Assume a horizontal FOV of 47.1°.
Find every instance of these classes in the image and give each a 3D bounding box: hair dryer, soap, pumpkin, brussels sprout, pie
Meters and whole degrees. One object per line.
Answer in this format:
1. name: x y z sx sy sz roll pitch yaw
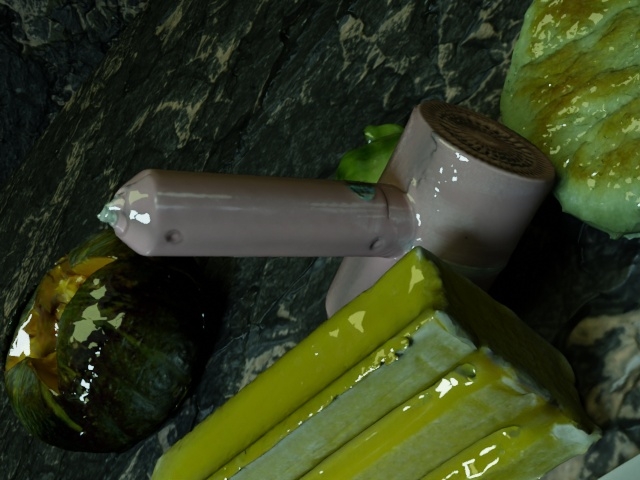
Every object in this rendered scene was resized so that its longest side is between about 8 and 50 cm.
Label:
1. hair dryer: 0.000 0.000 0.555 0.125 0.352 0.210 54 130 41
2. soap: 0.028 0.162 0.567 0.315 0.199 0.091 -42 30 24
3. pumpkin: -0.280 0.127 0.973 0.320 0.192 0.321 -32 43 35
4. brussels sprout: 0.082 -0.058 0.768 0.139 0.100 0.181 -31 22 9
5. pie: 0.287 -0.169 0.617 0.296 0.078 0.371 14 73 54

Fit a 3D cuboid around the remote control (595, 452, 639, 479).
1. remote control: 0.247 0.151 0.456 0.245 0.022 0.077 -41 36 21
